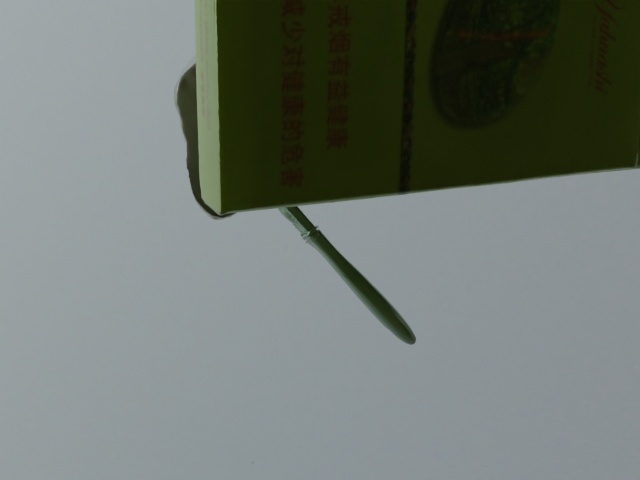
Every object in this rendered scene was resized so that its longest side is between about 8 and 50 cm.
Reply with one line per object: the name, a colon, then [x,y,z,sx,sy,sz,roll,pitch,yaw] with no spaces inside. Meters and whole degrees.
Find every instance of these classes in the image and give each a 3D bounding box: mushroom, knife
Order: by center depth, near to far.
knife: [-0.001,0.001,0.934,0.020,0.043,0.293,-46,-62,-7]
mushroom: [-0.090,-0.146,1.094,0.122,0.329,0.159,24,-73,-9]

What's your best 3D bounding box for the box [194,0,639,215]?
box: [0.087,-0.125,0.654,0.334,0.047,0.187,-7,-71,-22]
